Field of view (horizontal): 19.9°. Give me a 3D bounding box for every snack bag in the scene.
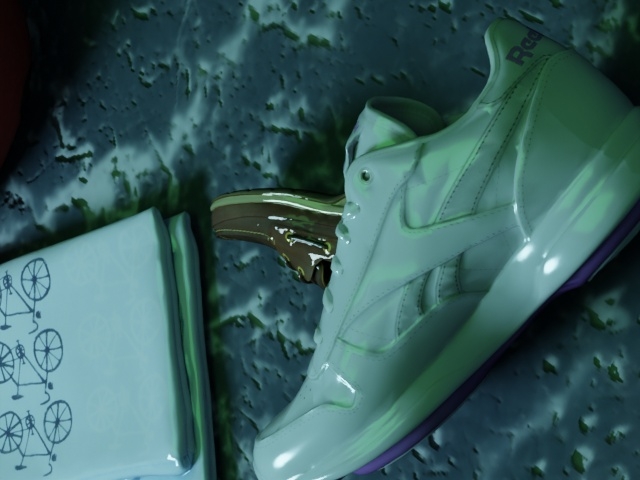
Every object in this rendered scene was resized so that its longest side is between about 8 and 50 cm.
[{"bbox_3d":[-0.191,0.176,1.280,0.323,0.037,0.343,-16,75,40],"label":"snack bag"}]

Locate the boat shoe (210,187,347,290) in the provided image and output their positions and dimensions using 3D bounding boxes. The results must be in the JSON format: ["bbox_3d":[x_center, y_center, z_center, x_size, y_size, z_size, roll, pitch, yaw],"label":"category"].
[{"bbox_3d":[0.001,0.000,1.102,0.178,0.064,0.060,4,88,39],"label":"boat shoe"}]

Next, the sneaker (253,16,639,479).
[{"bbox_3d":[0.051,0.011,1.000,0.152,0.114,0.305,43,109,3],"label":"sneaker"}]

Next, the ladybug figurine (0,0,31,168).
[{"bbox_3d":[-0.357,-0.079,1.369,0.449,0.162,0.305,-40,60,33],"label":"ladybug figurine"}]
